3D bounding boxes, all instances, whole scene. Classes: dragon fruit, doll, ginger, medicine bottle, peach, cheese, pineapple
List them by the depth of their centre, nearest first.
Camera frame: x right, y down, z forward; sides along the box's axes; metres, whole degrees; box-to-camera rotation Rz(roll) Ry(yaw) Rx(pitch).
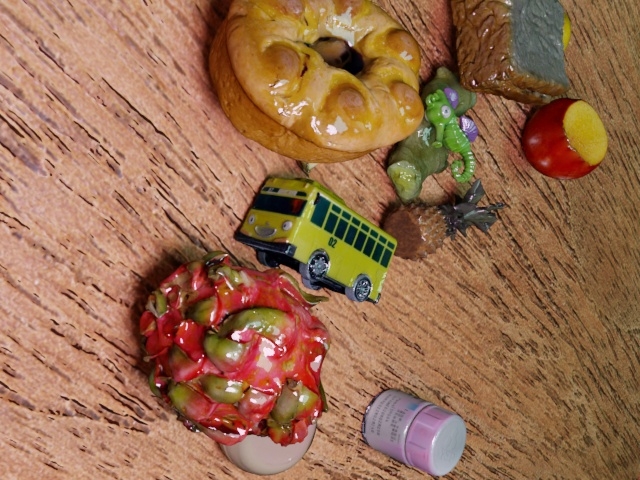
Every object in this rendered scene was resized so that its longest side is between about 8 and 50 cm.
[{"bbox_3d":[-0.116,0.159,1.094,0.302,0.231,0.237,60,37,-17],"label":"dragon fruit"},{"bbox_3d":[-0.120,0.287,1.249,0.286,0.082,0.163,35,74,-44],"label":"cheese"},{"bbox_3d":[0.239,-0.190,1.405,0.115,0.050,0.190,-53,124,-28],"label":"doll"},{"bbox_3d":[0.213,-0.207,1.468,0.137,0.089,0.289,30,73,-27],"label":"ginger"},{"bbox_3d":[0.242,-0.044,1.503,0.277,0.119,0.130,-17,124,-46],"label":"pineapple"},{"bbox_3d":[0.186,0.378,1.525,0.135,0.169,0.135,-14,111,-42],"label":"medicine bottle"},{"bbox_3d":[0.551,-0.227,1.725,0.190,0.192,0.190,-1,97,-6],"label":"peach"}]

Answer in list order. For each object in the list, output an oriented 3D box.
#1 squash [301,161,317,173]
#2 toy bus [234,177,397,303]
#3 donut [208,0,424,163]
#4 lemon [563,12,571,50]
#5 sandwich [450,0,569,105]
[{"bbox_3d":[-0.030,-0.196,1.221,0.090,0.075,0.200,-39,127,-4],"label":"squash"},{"bbox_3d":[0.000,0.000,1.266,0.262,0.128,0.150,31,77,-47],"label":"toy bus"},{"bbox_3d":[0.001,-0.248,1.116,0.317,0.150,0.299,29,58,-19],"label":"donut"},{"bbox_3d":[0.485,-0.448,1.667,0.109,0.109,0.133,-20,129,-42],"label":"lemon"},{"bbox_3d":[0.366,-0.435,1.482,0.262,0.131,0.325,1,83,-48],"label":"sandwich"}]
